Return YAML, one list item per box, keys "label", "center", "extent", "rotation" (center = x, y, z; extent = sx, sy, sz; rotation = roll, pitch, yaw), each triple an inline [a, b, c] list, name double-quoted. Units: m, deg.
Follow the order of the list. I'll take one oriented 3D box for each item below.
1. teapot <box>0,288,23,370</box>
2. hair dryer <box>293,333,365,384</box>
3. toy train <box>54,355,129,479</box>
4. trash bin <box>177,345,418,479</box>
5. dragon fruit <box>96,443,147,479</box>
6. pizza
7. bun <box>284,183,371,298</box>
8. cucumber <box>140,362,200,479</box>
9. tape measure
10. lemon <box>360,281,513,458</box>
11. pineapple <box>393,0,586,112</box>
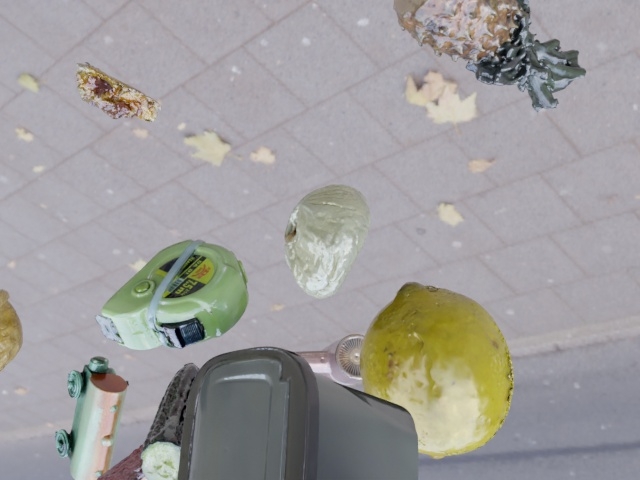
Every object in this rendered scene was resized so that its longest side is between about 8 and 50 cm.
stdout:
- label: "teapot"
  center: [-0.589, 0.148, 1.187]
  extent: [0.311, 0.167, 0.203]
  rotation: [-20, 112, 41]
- label: "hair dryer"
  center: [-0.059, 0.275, 1.703]
  extent: [0.344, 0.106, 0.189]
  rotation: [3, 163, -16]
- label: "toy train"
  center: [-0.512, 0.413, 1.706]
  extent: [0.116, 0.285, 0.177]
  rotation: [6, -164, -40]
- label: "trash bin"
  center: [-0.019, 0.258, 0.887]
  extent: [0.219, 0.219, 0.250]
  rotation: [-11, 156, 38]
- label: "dragon fruit"
  center: [-0.256, 0.390, 1.181]
  extent: [0.161, 0.274, 0.126]
  rotation: [-24, 98, 55]
- label: "pizza"
  center: [-0.383, -0.261, 1.344]
  extent: [0.154, 0.069, 0.194]
  rotation: [31, -175, 16]
- label: "bun"
  center: [0.000, 0.000, 1.385]
  extent: [0.134, 0.220, 0.220]
  rotation: [21, 144, -11]
- label: "cucumber"
  center: [-0.213, 0.272, 1.136]
  extent: [0.077, 0.265, 0.077]
  rotation: [0, 109, 1]
- label: "tape measure"
  center: [-0.169, 0.069, 0.961]
  extent: [0.154, 0.177, 0.087]
  rotation: [11, 136, 30]
- label: "lemon"
  center: [0.195, 0.218, 1.282]
  extent: [0.258, 0.258, 0.310]
  rotation: [-11, 93, 34]
- label: "pineapple"
  center: [0.247, -0.294, 1.041]
  extent: [0.310, 0.170, 0.141]
  rotation: [23, 152, -33]
